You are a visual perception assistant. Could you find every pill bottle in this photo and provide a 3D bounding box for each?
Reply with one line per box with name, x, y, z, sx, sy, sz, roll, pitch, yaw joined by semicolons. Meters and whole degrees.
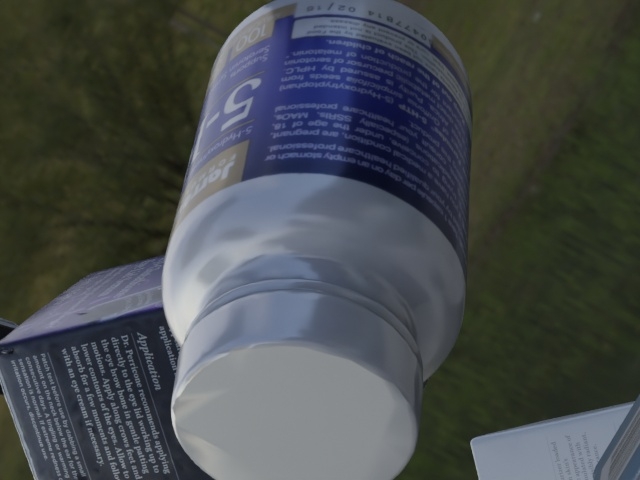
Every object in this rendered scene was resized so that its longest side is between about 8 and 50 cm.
pill bottle;0.000;0.000;0.579;0.187;0.112;0.112;-82;18;-48

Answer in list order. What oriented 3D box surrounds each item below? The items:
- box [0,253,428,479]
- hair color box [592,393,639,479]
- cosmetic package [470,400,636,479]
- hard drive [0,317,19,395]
box;-0.052;0.065;0.867;0.207;0.108;0.153;-15;11;15
hair color box;0.306;0.181;0.689;0.114;0.374;0.185;-62;-9;13
cosmetic package;0.266;0.237;1.465;0.183;0.151;0.151;-16;-8;28
hard drive;-0.328;0.085;1.286;0.237;0.339;0.064;2;76;54
